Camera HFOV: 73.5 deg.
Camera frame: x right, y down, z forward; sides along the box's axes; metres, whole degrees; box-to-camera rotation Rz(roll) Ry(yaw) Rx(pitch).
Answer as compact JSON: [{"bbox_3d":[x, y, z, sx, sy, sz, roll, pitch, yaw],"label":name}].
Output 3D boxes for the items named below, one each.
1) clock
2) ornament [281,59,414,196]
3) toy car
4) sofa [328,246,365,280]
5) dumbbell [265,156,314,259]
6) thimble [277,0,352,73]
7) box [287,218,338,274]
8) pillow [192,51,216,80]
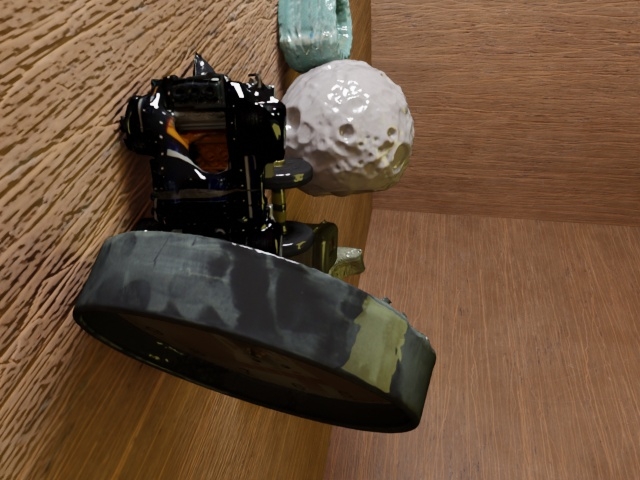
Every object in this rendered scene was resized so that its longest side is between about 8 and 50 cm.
[{"bbox_3d":[-0.071,0.122,0.476,0.386,0.386,0.077,75,28,-58],"label":"clock"},{"bbox_3d":[0.051,-0.258,1.011,0.337,0.337,0.337,5,90,-78],"label":"ornament"},{"bbox_3d":[-0.141,-0.056,0.552,0.118,0.193,0.301,-95,-174,-75],"label":"toy car"},{"bbox_3d":[0.066,0.156,1.609,0.210,0.175,0.226,70,27,-64],"label":"sofa"},{"bbox_3d":[-0.086,-0.071,0.883,0.143,0.143,0.326,-61,153,-63],"label":"dumbbell"},{"bbox_3d":[-0.010,-0.511,1.027,0.198,0.143,0.235,68,26,-47],"label":"thimble"},{"bbox_3d":[-0.028,0.023,1.223,0.210,0.129,0.148,-45,139,-71],"label":"box"},{"bbox_3d":[-0.161,-0.191,0.707,0.208,0.055,0.141,33,54,-78],"label":"pillow"}]
